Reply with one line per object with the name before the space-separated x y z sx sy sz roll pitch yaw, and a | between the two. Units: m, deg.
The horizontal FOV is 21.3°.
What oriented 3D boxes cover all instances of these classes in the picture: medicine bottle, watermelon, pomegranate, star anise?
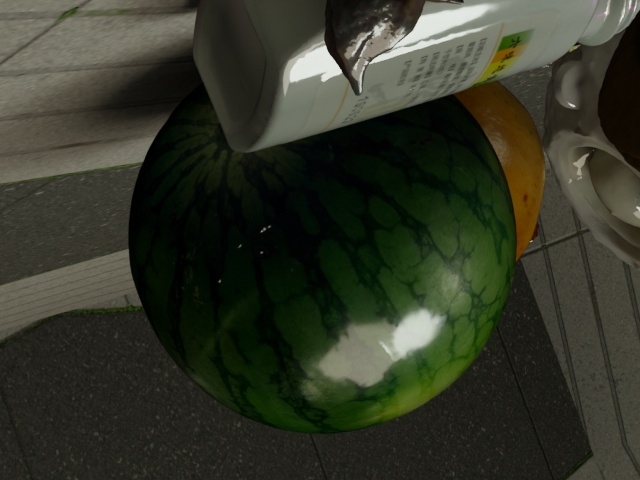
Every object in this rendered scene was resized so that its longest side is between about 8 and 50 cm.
medicine bottle | 0.082 -0.166 1.201 0.324 0.124 0.179 -16 164 -21
watermelon | 0.000 0.000 1.469 0.363 0.363 0.363 -20 176 -2
pomegranate | 0.111 -0.059 1.753 0.264 0.264 0.264 -20 176 -2
star anise | 0.008 -0.182 0.938 0.218 0.148 0.227 20 176 43

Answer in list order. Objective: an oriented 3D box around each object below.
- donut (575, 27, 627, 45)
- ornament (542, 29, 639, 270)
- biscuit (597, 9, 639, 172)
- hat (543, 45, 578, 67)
donut | 0.233 -0.223 1.411 0.235 0.089 0.235 -19 174 -2
ornament | 0.418 -0.129 1.855 0.337 0.337 0.337 -20 176 -2
biscuit | 0.284 -0.196 0.906 0.394 0.070 0.350 -55 -163 -3
hat | 0.206 -0.209 1.552 0.076 0.077 0.059 -35 161 -21
